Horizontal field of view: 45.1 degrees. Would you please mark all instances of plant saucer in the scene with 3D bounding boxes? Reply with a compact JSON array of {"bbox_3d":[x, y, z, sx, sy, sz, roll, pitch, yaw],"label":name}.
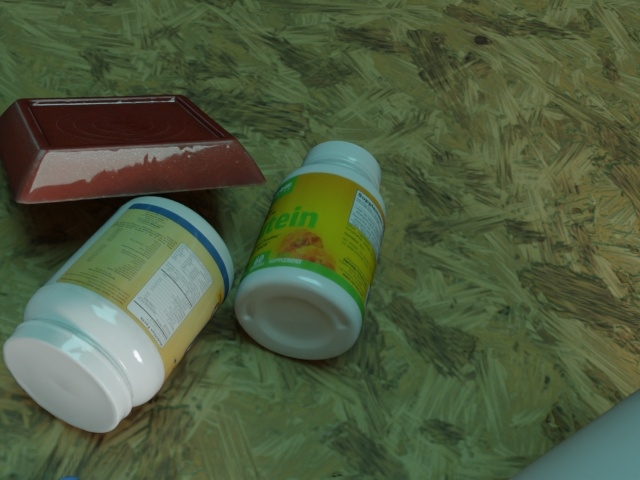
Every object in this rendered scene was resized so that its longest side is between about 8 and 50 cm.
[{"bbox_3d":[-0.225,-0.118,0.874,0.259,0.048,0.258,-7,27,-25],"label":"plant saucer"}]

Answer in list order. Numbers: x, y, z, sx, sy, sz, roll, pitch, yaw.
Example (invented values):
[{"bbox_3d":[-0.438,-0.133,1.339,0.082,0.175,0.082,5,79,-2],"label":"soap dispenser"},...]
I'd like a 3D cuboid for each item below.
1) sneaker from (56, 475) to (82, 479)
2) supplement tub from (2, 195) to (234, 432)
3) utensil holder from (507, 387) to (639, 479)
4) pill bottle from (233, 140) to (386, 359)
[{"bbox_3d":[-0.267,0.227,0.638,0.144,0.053,0.059,-21,59,-35],"label":"sneaker"},{"bbox_3d":[-0.188,0.067,0.741,0.144,0.144,0.200,29,48,5],"label":"supplement tub"},{"bbox_3d":[0.293,0.295,0.619,0.385,0.327,0.327,-21,61,-30],"label":"utensil holder"},{"bbox_3d":[0.000,0.000,0.875,0.136,0.136,0.246,21,47,-3],"label":"pill bottle"}]
